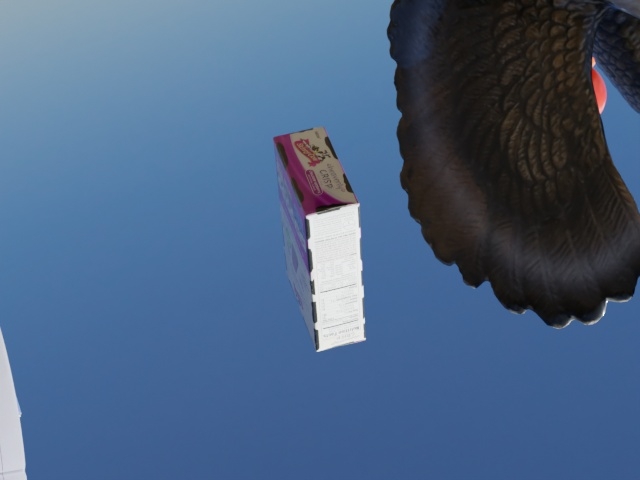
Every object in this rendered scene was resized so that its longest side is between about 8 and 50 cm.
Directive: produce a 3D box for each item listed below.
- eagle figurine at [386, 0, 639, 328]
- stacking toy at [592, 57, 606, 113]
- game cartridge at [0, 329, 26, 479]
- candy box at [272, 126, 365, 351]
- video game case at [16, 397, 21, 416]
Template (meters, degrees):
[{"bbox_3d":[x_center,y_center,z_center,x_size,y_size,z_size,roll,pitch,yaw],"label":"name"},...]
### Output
[{"bbox_3d":[0.151,-0.129,0.713,0.226,0.298,0.225,-4,-147,4],"label":"eagle figurine"},{"bbox_3d":[0.286,-0.279,1.543,0.141,0.330,0.141,-13,-145,9],"label":"stacking toy"},{"bbox_3d":[-0.349,0.146,1.120,0.198,0.297,0.062,-25,164,37],"label":"game cartridge"},{"bbox_3d":[0.000,0.000,1.546,0.071,0.233,0.159,-12,-137,-10],"label":"candy box"},{"bbox_3d":[-0.471,0.075,1.423,0.061,0.244,0.269,-39,-134,8],"label":"video game case"}]
